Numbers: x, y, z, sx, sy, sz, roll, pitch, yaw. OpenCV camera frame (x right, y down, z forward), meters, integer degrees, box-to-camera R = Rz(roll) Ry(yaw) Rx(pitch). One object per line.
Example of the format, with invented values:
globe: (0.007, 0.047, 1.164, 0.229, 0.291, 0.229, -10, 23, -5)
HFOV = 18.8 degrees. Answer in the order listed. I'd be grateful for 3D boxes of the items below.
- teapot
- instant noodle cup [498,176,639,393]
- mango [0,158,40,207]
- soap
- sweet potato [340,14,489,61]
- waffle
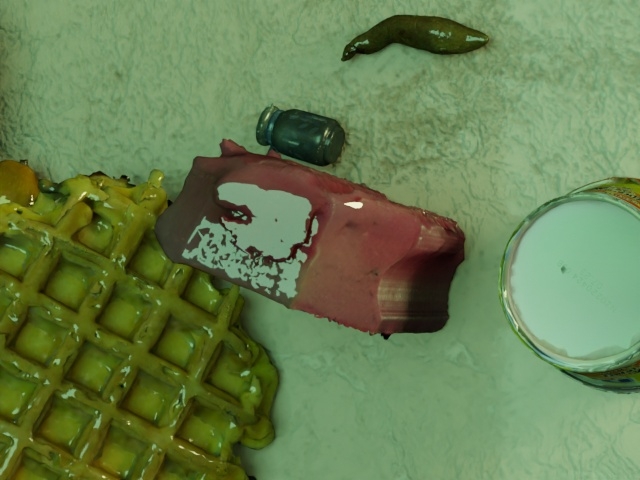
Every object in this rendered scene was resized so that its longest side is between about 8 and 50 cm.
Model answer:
teapot: (-0.018, -0.101, 1.925, 0.083, 0.063, 0.049, 18, 63, 24)
instant noodle cup: (0.253, 0.038, 1.751, 0.205, 0.153, 0.205, -1, 87, 23)
mango: (-0.335, 0.005, 2.029, 0.098, 0.075, 0.190, 22, 101, 37)
soap: (0.000, 0.000, 1.762, 0.220, 0.325, 0.127, 20, 92, 19)
sweet potato: (0.091, -0.199, 1.885, 0.153, 0.038, 0.041, -1, 65, 24)
waffle: (-0.239, 0.128, 1.891, 0.382, 0.095, 0.380, -21, 88, -14)
